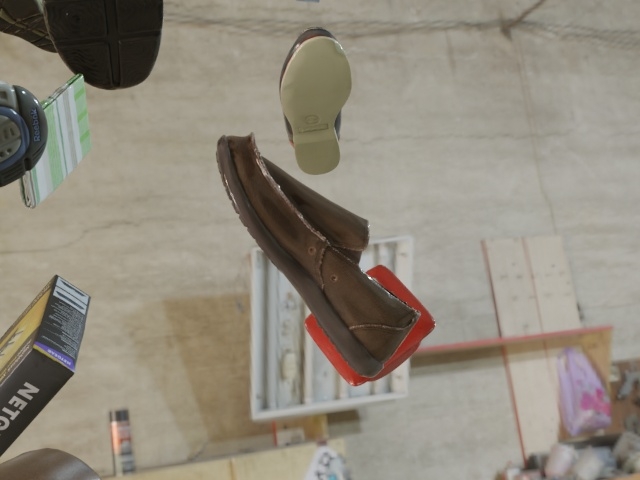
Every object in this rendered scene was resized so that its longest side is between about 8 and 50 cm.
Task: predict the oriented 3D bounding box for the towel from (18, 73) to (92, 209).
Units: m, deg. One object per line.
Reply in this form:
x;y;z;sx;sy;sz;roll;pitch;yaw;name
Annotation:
-0.320;-0.121;1.036;0.023;0.152;0.113;12;-54;9;towel

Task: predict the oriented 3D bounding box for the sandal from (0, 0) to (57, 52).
-0.530;-0.422;1.540;0.120;0.086;0.303;-19;-14;14;sandal

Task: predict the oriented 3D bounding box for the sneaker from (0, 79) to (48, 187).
-0.392;-0.066;0.754;0.297;0.111;0.129;-23;35;-22;sneaker

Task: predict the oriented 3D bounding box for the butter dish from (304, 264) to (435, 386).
0.083;0.147;1.317;0.160;0.160;0.118;-36;-40;-7;butter dish

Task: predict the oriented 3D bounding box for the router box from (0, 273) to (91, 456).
-0.516;0.236;1.442;0.081;0.243;0.309;37;-76;-22;router box

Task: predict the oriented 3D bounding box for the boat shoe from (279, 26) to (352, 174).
-0.004;-0.102;0.609;0.049;0.043;0.137;-4;-32;-1;boat shoe

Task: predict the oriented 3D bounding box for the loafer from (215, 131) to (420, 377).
0.000;0.000;1.125;0.130;0.366;0.134;-36;8;1;loafer

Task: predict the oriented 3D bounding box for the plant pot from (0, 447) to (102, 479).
-0.262;0.257;0.712;0.167;0.167;0.165;-11;5;15;plant pot

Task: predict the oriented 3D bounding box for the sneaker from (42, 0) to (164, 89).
-0.315;-0.456;1.236;0.169;0.257;0.447;-6;-49;-3;sneaker

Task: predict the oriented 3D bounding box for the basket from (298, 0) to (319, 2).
0.004;-0.353;0.711;0.201;0.254;0.289;3;1;1;basket
